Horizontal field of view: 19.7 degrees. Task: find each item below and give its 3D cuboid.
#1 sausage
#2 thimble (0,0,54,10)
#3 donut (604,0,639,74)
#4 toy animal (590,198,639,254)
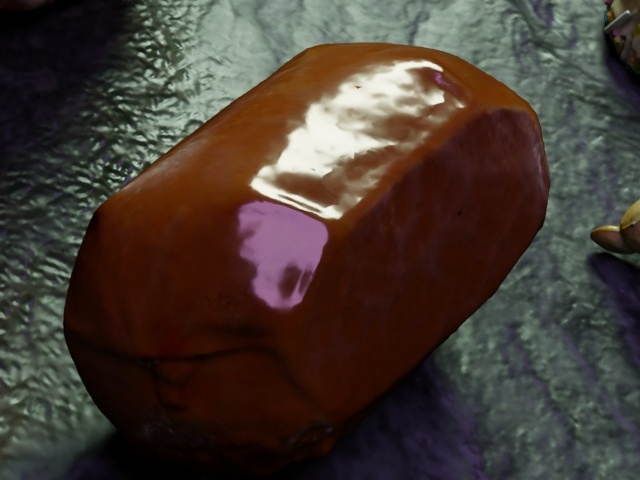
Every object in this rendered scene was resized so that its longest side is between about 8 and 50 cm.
[{"bbox_3d":[-0.001,0.000,0.877,0.141,0.153,0.268,12,39,39],"label":"sausage"},{"bbox_3d":[-0.170,-0.251,0.984,0.239,0.239,0.162,-30,64,-34],"label":"thimble"},{"bbox_3d":[0.261,-0.144,1.136,0.175,0.068,0.174,9,48,-10],"label":"donut"},{"bbox_3d":[0.188,0.011,0.993,0.083,0.060,0.081,38,49,4],"label":"toy animal"}]
